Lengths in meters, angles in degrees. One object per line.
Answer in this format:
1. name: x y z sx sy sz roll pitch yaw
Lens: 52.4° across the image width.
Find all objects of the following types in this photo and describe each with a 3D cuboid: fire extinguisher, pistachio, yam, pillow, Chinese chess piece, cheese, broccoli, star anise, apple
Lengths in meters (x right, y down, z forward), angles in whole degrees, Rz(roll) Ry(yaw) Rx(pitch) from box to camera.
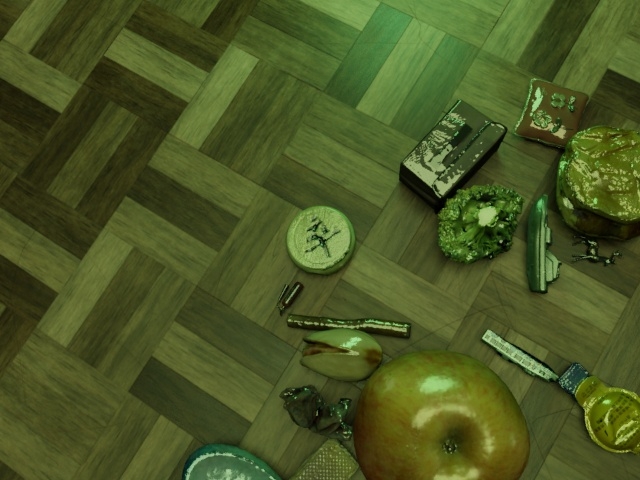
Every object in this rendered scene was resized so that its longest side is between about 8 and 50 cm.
1. fire extinguisher: -0.091 0.150 1.748 0.046 0.032 0.100 36 76 3
2. pistachio: 0.052 0.287 1.642 0.215 0.144 0.144 0 76 17
3. yam: 0.072 0.221 1.705 0.326 0.045 0.045 4 108 8
4. pillow: 0.630 -0.344 1.763 0.171 0.075 0.179 18 78 10
5. Chinese chess piece: 0.000 0.000 1.749 0.188 0.083 0.189 -2 78 8
6. cheese: 0.688 0.404 1.573 0.156 0.064 0.250 -42 79 -7
7. broccoli: 0.412 -0.047 1.667 0.226 0.176 0.198 -21 88 24
8. star anise: -0.006 0.409 1.572 0.198 0.257 0.111 29 75 4
9. apple: 0.269 0.436 1.475 0.391 0.346 0.392 -1 80 3

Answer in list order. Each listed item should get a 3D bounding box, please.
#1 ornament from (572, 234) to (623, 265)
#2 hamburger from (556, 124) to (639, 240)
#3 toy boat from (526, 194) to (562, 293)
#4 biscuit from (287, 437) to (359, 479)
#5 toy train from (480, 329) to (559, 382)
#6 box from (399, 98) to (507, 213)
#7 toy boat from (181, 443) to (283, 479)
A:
1. ornament: 0.719 0.027 1.686 0.125 0.028 0.073 6 77 10
2. hamburger: 0.740 -0.142 1.673 0.265 0.134 0.285 11 72 11
3. toy boat: 0.578 0.007 1.680 0.085 0.078 0.261 -1 76 24
4. biscuit: -0.019 0.590 1.570 0.108 0.062 0.239 46 59 7
5. toy train: 0.501 0.295 1.635 0.207 0.043 0.047 33 82 13
6. box: 0.340 -0.221 1.715 0.153 0.188 0.252 42 86 12
7. toy boat: -0.200 0.642 1.613 0.330 0.123 0.215 36 79 2
